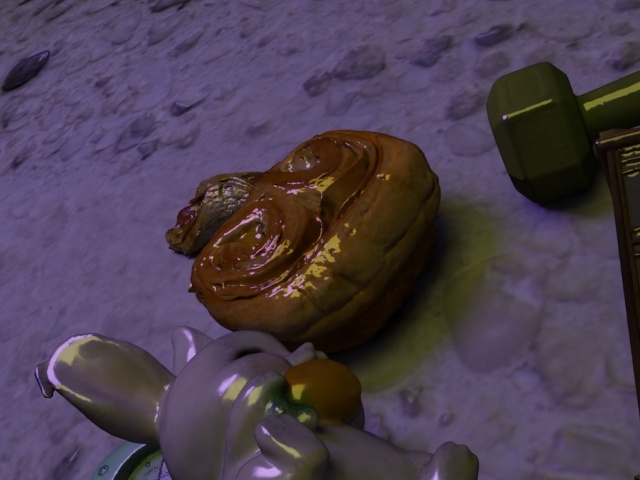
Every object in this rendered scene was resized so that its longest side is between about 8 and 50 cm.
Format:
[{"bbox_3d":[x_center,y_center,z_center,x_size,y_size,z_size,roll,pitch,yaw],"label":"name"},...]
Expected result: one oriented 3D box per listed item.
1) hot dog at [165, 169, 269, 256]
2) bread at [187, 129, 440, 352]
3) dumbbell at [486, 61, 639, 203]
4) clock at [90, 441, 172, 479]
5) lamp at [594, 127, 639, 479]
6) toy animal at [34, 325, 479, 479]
[{"bbox_3d":[-0.104,-0.042,1.044,0.169,0.061,0.078,-25,35,10],"label":"hot dog"},{"bbox_3d":[0.002,0.000,0.865,0.198,0.120,0.236,10,53,45],"label":"bread"},{"bbox_3d":[0.295,-0.130,0.811,0.302,0.108,0.121,-21,38,16],"label":"dumbbell"},{"bbox_3d":[-0.128,0.208,0.784,0.101,0.041,0.135,-36,37,-6],"label":"clock"},{"bbox_3d":[0.251,0.045,0.655,0.089,0.090,0.325,-14,41,23],"label":"lamp"},{"bbox_3d":[-0.042,0.147,0.659,0.325,0.208,0.154,16,96,34],"label":"toy animal"}]
